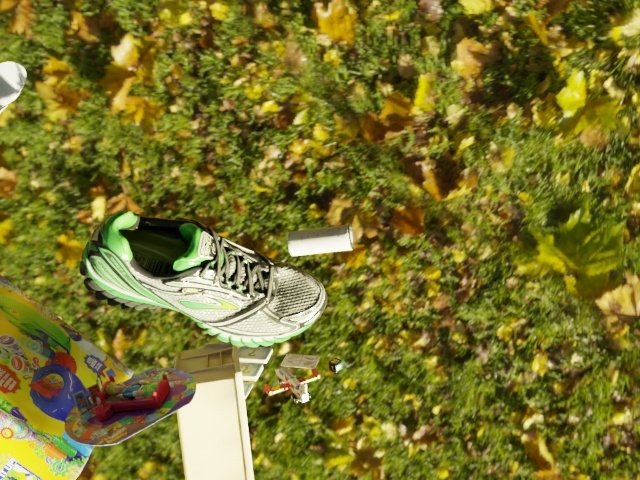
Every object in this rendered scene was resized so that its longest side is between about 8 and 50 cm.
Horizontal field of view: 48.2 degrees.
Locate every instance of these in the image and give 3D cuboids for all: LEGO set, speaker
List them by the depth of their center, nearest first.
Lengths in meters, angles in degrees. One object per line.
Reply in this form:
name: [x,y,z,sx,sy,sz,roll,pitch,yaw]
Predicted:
LEGO set: [-0.083,0.261,1.466,0.244,0.182,0.060,2,113,15]
speaker: [0.000,0.000,1.522,0.136,0.055,0.055,-7,102,13]

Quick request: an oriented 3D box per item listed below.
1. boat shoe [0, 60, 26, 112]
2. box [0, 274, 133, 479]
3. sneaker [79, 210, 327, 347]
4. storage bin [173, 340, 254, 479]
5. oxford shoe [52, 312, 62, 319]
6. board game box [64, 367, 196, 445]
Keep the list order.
boat shoe: [-0.831,-0.351,1.779,0.258,0.084,0.095,-41,118,5]
box: [-0.465,0.233,1.036,0.279,0.290,0.177,39,101,-11]
sneaker: [-0.147,0.053,0.976,0.343,0.134,0.146,13,151,-19]
storage bin: [-0.198,0.348,1.349,0.123,0.260,0.262,-7,96,-7]
oxford shoe: [-0.734,0.159,1.559,0.348,0.123,0.130,1,68,-9]
board game box: [-0.243,0.195,0.907,0.133,0.168,0.033,15,123,51]
